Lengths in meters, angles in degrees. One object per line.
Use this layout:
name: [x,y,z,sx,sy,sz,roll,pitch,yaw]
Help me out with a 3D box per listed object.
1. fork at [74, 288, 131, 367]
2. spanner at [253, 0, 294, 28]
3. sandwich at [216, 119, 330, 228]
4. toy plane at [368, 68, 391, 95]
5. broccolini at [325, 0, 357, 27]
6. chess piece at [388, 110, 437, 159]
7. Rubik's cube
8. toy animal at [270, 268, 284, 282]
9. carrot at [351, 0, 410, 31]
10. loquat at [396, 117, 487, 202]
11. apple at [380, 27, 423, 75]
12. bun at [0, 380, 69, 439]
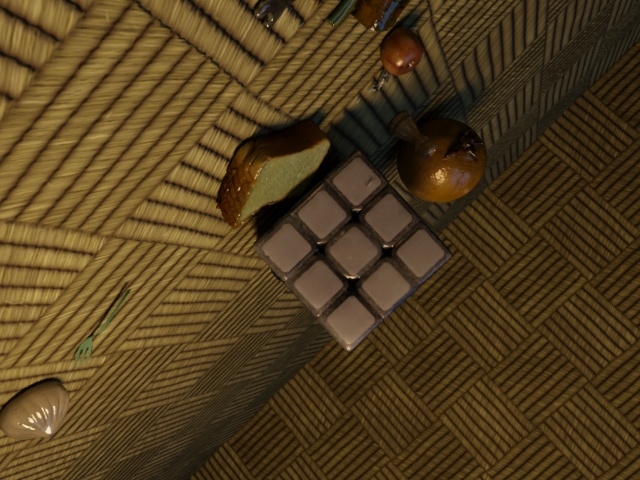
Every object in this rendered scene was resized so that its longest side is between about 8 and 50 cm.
fork: [-0.433,0.169,1.206,0.235,0.021,0.039,-52,165,24]
spanner: [0.007,-0.378,0.857,0.254,0.015,0.054,-39,165,-12]
sandwich: [-0.087,-0.131,1.168,0.214,0.065,0.186,-27,158,-45]
toy plane: [0.130,-0.333,1.236,0.084,0.024,0.078,-53,179,32]
broccolini: [0.059,-0.406,0.812,0.123,0.062,0.271,-7,141,-38]
chess piece: [0.230,-0.255,1.488,0.066,0.122,0.066,-39,164,-14]
Rubik's cube: [0.057,0.019,1.348,0.304,0.305,0.301,-44,-179,-2]
toy animal: [0.000,0.000,1.609,0.298,0.122,0.185,-28,170,-21]
carrot: [0.122,-0.406,0.937,0.082,0.082,0.173,-20,153,-53]
loquat: [0.333,-0.219,1.646,0.244,0.244,0.244,-39,163,-14]
apple: [0.152,-0.358,1.150,0.084,0.071,0.084,-31,164,-10]
bun: [-0.571,0.359,1.234,0.138,0.094,0.138,-35,163,-12]
